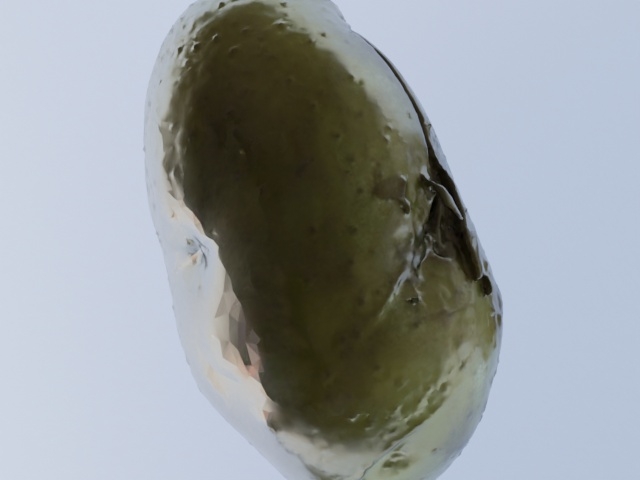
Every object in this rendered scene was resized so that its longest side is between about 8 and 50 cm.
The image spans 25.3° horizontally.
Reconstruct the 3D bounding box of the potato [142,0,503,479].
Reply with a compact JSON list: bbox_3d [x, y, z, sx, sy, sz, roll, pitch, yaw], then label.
[{"bbox_3d":[0.000,0.000,0.659,0.169,0.143,0.248,-25,-96,48],"label":"potato"}]
